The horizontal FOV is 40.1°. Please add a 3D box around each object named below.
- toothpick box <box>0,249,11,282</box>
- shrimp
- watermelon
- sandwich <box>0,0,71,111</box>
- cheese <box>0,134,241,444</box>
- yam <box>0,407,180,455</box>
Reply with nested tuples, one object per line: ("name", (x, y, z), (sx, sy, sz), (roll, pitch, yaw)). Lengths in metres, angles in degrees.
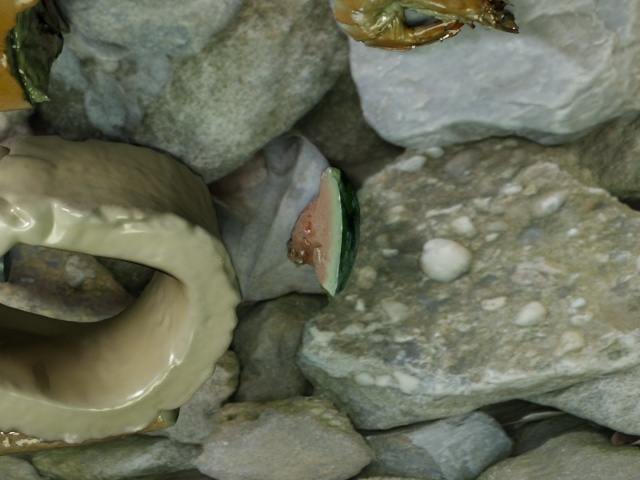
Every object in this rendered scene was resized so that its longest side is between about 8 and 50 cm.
("toothpick box", (-0.385, 0.019, 0.959), (0.083, 0.052, 0.052), (4, 132, -10))
("shrimp", (0.098, -0.208, 0.800), (0.180, 0.041, 0.099), (7, 133, -12))
("watermelon", (0.011, -0.002, 0.963), (0.080, 0.101, 0.155), (19, 120, -6))
("sandwich", (-0.299, -0.227, 0.673), (0.198, 0.155, 0.227), (-4, 133, -4))
("cheese", (-0.261, 0.044, 0.885), (0.332, 0.153, 0.292), (14, 118, -30))
("yam", (-0.335, 0.244, 1.165), (0.300, 0.066, 0.066), (-9, 133, 2))
